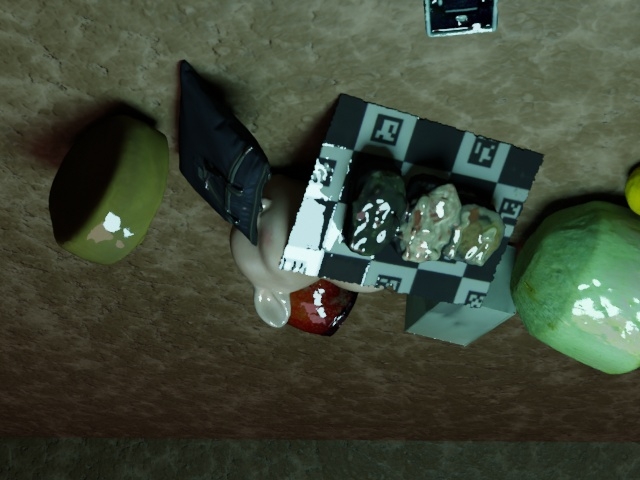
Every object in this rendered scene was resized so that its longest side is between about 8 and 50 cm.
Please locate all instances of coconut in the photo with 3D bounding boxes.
[{"bbox_3d":[0.512,0.089,1.474,0.328,0.281,0.329,7,124,11],"label":"coconut"}]

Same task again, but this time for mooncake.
[{"bbox_3d":[-0.324,-0.086,1.301,0.234,0.235,0.117,-22,141,39],"label":"mooncake"}]

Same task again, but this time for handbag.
[{"bbox_3d":[-0.148,-0.120,1.257,0.088,0.211,0.254,-32,161,-22],"label":"handbag"}]

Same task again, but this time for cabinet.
[{"bbox_3d":[0.277,0.100,1.659,0.144,0.150,0.206,15,151,-13],"label":"cabinet"}]

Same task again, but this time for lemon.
[{"bbox_3d":[0.543,-0.079,1.362,0.082,0.082,0.111,-7,144,19],"label":"lemon"}]

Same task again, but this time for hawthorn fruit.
[{"bbox_3d":[-0.039,0.084,1.651,0.251,0.190,0.190,17,157,18],"label":"hawthorn fruit"}]

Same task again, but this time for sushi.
[{"bbox_3d":[0.162,-0.028,1.289,0.372,0.100,0.297,13,109,-19],"label":"sushi"}]

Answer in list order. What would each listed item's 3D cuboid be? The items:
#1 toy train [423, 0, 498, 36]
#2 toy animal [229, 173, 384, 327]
[{"bbox_3d":[0.138,-0.372,0.823,0.086,0.088,0.407,-3,152,8],"label":"toy train"},{"bbox_3d":[0.000,0.000,1.455,0.269,0.237,0.326,-37,136,27],"label":"toy animal"}]
